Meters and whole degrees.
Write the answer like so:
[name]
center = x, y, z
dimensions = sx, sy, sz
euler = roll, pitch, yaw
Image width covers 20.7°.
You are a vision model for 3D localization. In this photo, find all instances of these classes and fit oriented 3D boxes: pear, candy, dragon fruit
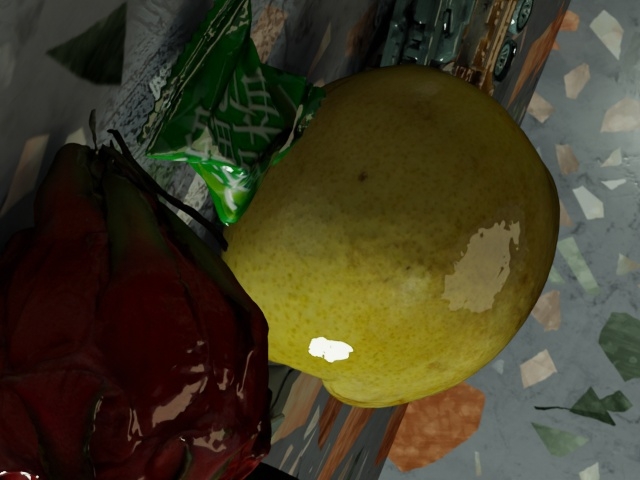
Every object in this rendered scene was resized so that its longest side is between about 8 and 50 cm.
[pear]
center = 0.066, -0.003, 1.583
dimensions = 0.314, 0.314, 0.314
euler = -61, 168, -21
[candy]
center = -0.073, -0.096, 1.311
dimensions = 0.203, 0.078, 0.141
euler = 52, 52, -65
[dragon fruit]
center = -0.142, 0.066, 1.094
dimensions = 0.234, 0.234, 0.293
euler = -31, 114, -71

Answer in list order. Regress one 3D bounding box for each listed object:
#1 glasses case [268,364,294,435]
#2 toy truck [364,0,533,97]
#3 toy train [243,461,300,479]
[glasses case]
center = -0.088, 0.178, 1.755
dimensions = 0.128, 0.083, 0.308
euler = -43, 169, 3
[toy truck]
center = 0.103, -0.158, 1.856
dimensions = 0.184, 0.133, 0.338
euler = -6, 117, -68
[toy train]
center = -0.113, 0.418, 2.141
dimensions = 0.330, 0.139, 0.178
euler = -55, 156, -32
